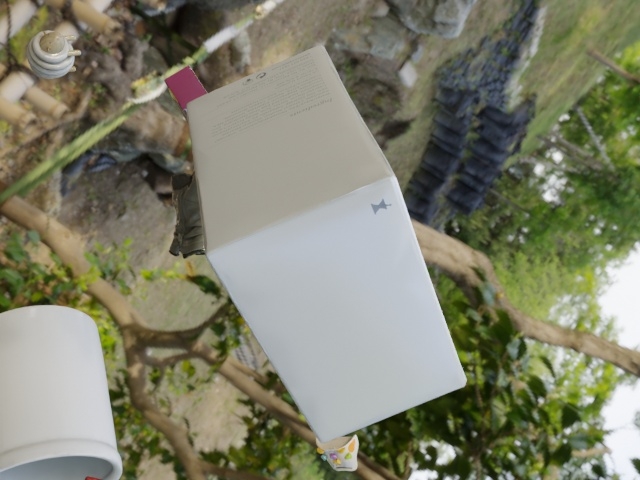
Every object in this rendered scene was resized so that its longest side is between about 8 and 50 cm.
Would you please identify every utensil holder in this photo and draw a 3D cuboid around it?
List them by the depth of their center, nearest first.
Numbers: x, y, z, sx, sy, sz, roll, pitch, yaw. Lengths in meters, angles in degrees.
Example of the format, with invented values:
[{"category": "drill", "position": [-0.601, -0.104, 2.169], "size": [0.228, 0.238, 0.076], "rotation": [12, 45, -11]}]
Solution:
[{"category": "utensil holder", "position": [-0.657, 0.392, 1.661], "size": [0.327, 0.386, 0.328], "rotation": [-15, 147, -10]}]

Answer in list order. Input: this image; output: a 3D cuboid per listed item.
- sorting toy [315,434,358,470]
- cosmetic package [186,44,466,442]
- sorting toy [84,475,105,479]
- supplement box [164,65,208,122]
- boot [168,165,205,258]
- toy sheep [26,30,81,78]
[{"category": "sorting toy", "position": [0.035, 0.411, 1.351], "size": [0.045, 0.083, 0.075], "rotation": [-63, 138, -52]}, {"category": "cosmetic package", "position": [0.000, 0.000, 0.591], "size": [0.138, 0.225, 0.224], "rotation": [-24, 128, 2]}, {"category": "sorting toy", "position": [-0.257, 0.445, 1.068], "size": [0.046, 0.274, 0.132], "rotation": [-40, -141, 37]}, {"category": "supplement box", "position": [-0.184, -0.201, 1.006], "size": [0.043, 0.055, 0.083], "rotation": [-32, 172, -7]}, {"category": "boot", "position": [-0.208, -0.050, 1.296], "size": [0.246, 0.083, 0.161], "rotation": [-11, -102, 57]}, {"category": "toy sheep", "position": [-0.496, -0.340, 1.309], "size": [0.091, 0.091, 0.132], "rotation": [-52, -174, -34]}]
